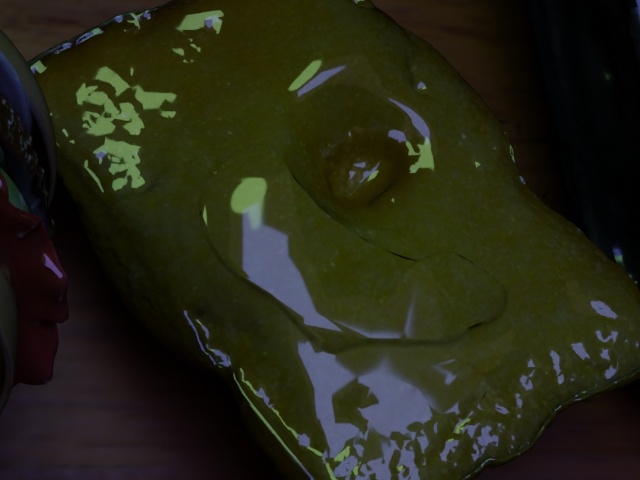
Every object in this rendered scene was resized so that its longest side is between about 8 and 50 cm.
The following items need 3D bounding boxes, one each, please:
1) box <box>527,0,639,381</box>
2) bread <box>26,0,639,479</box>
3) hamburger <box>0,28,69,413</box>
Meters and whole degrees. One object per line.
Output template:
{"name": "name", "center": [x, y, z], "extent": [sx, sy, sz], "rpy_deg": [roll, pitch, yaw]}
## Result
{"name": "box", "center": [0.250, -0.121, 0.672], "extent": [0.350, 0.091, 0.359], "rpy_deg": [-9, 86, -21]}
{"name": "bread", "center": [0.000, 0.000, 0.593], "extent": [0.161, 0.088, 0.233], "rpy_deg": [-27, 74, -31]}
{"name": "hamburger", "center": [-0.157, -0.016, 0.507], "extent": [0.175, 0.175, 0.137], "rpy_deg": [15, 49, -11]}
